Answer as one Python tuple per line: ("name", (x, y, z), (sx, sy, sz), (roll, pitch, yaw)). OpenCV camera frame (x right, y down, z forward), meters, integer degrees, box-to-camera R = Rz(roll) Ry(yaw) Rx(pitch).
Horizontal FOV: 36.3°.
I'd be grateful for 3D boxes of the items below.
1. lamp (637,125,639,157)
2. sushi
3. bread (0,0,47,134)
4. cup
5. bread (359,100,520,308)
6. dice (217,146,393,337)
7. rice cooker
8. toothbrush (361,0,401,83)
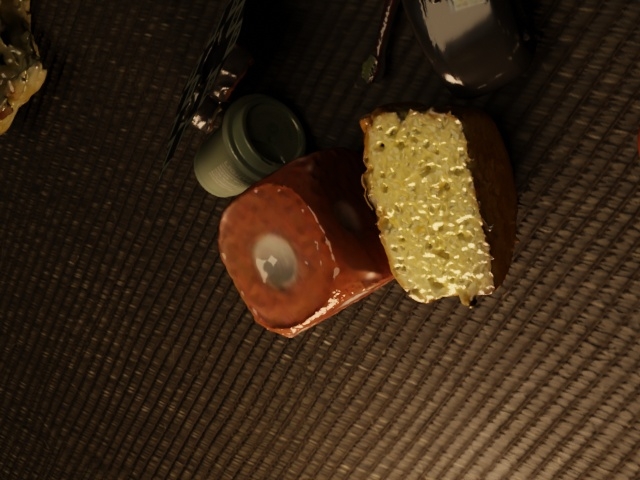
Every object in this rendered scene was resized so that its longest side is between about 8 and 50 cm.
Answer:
("lamp", (0.386, -0.085, 0.871), (0.188, 0.164, 0.187), (-11, 74, 42))
("sushi", (-0.119, -0.205, 1.204), (0.047, 0.219, 0.231), (24, 127, -17))
("bread", (-0.541, -0.358, 1.439), (0.370, 0.191, 0.314), (45, 122, 0))
("cup", (-0.095, -0.110, 1.245), (0.141, 0.120, 0.120), (-31, 86, 49))
("bread", (0.142, -0.052, 1.069), (0.143, 0.139, 0.229), (1, 113, 37))
("dice", (0.000, 0.000, 1.171), (0.174, 0.179, 0.175), (-35, 79, 39))
("rice cooker", (0.150, -0.249, 0.998), (0.118, 0.142, 0.203), (-14, 98, 26))
("toothbrush", (0.099, -0.344, 1.066), (0.041, 0.041, 0.364), (29, 120, 25))
